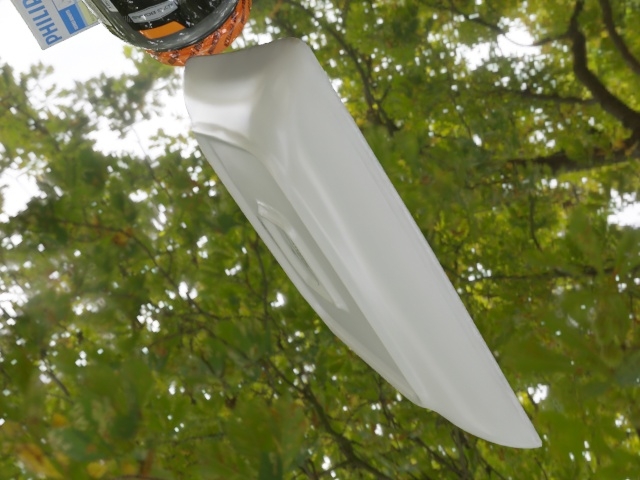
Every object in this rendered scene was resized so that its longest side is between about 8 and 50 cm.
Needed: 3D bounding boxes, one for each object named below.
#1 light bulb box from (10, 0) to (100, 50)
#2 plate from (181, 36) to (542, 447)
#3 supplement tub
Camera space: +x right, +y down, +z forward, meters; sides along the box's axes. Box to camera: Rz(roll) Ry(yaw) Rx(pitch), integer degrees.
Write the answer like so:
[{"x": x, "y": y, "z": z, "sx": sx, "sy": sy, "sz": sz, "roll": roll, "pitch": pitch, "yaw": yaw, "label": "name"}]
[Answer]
[{"x": -0.382, "y": -0.553, "z": 1.141, "sx": 0.361, "sy": 0.358, "sz": 0.225, "roll": -29, "pitch": -105, "yaw": -10, "label": "light bulb box"}, {"x": 0.000, "y": 0.000, "z": 0.487, "sx": 0.045, "sy": 0.277, "sz": 0.278, "roll": -38, "pitch": -158, "yaw": -9, "label": "plate"}, {"x": -0.214, "y": -0.362, "z": 0.806, "sx": 0.207, "sy": 0.338, "sz": 0.207, "roll": -7, "pitch": -114, "yaw": 16, "label": "supplement tub"}]
